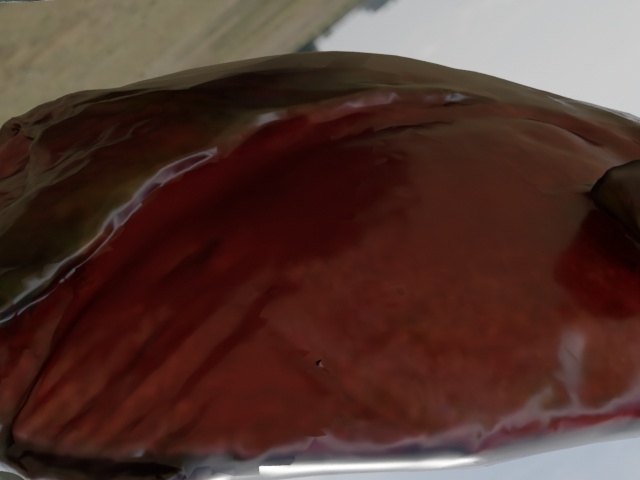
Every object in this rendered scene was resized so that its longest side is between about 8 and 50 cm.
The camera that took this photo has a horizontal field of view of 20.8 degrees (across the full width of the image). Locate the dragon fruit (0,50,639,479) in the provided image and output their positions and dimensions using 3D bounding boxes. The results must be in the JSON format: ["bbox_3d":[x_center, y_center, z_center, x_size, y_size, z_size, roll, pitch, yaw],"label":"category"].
[{"bbox_3d":[0.000,0.000,0.526,0.344,0.100,0.282,2,-165,14],"label":"dragon fruit"}]

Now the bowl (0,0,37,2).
[{"bbox_3d":[-0.089,-0.158,0.492,0.313,0.146,0.313,-7,150,-4],"label":"bowl"}]

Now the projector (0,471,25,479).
[{"bbox_3d":[-0.126,0.141,0.783,0.115,0.147,0.061,-43,-176,-22],"label":"projector"}]
